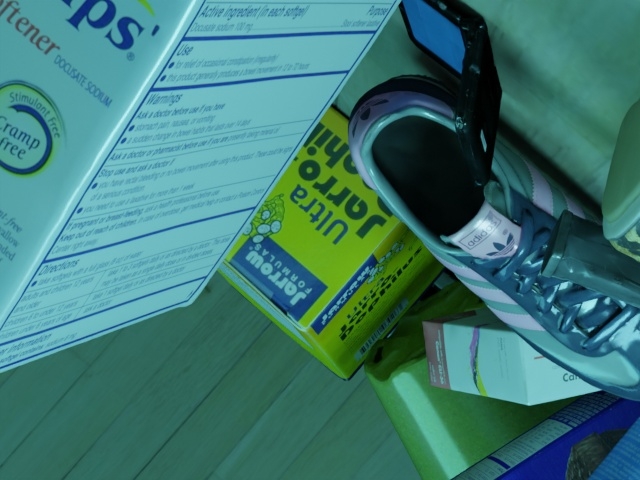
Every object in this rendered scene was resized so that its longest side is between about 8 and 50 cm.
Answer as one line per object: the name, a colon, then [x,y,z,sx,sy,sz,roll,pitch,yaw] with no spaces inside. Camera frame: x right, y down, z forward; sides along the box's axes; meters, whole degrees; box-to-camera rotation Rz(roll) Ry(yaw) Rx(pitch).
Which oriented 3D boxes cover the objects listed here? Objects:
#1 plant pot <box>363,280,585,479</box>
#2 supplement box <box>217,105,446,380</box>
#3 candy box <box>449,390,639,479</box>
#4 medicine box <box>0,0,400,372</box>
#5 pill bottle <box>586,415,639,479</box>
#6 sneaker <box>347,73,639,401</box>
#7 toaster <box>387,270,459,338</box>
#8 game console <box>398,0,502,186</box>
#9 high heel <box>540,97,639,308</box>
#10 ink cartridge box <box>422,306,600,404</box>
plant pot: [0.190,0.187,1.735,0.254,0.276,0.276,55,171,-13]
supplement box: [0.000,0.000,1.716,0.194,0.195,0.356,40,175,14]
candy box: [0.251,0.313,1.489,0.268,0.317,0.122,58,174,-1]
medicine box: [-0.117,-0.088,0.903,0.149,0.289,0.263,40,-158,14]
pill bottle: [0.289,0.223,1.326,0.124,0.221,0.124,41,175,5]
sneaker: [0.140,0.010,1.117,0.319,0.112,0.131,40,-165,3]
toaster: [0.133,0.103,1.986,0.227,0.129,0.146,39,171,40]
game console: [0.077,-0.104,1.021,0.071,0.107,0.122,6,165,14]
high heel: [0.237,-0.003,0.829,0.186,0.093,0.261,19,161,-1]
ink cartridge box: [0.191,0.099,1.385,0.198,0.115,0.067,2,101,63]
